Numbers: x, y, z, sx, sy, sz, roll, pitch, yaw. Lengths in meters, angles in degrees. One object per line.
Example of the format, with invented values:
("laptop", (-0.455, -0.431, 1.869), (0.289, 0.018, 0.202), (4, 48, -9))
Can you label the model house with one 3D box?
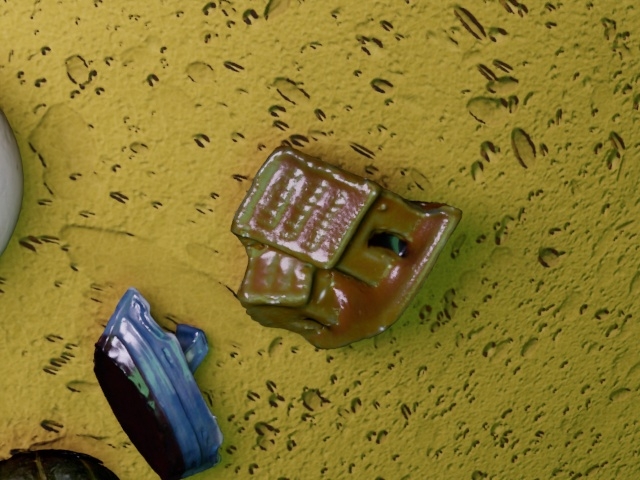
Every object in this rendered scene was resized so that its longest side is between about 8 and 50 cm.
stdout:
("model house", (-0.003, 0.011, 1.733), (0.239, 0.173, 0.268), (23, 103, -30))

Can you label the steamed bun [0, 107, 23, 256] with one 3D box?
("steamed bun", (-0.461, -0.041, 1.453), (0.324, 0.206, 0.324), (-29, 147, -22))

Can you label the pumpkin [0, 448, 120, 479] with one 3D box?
("pumpkin", (-0.362, 0.363, 1.781), (0.238, 0.159, 0.238), (-19, 142, -16))

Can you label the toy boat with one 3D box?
("toy boat", (-0.193, 0.186, 1.787), (0.142, 0.129, 0.309), (-43, 128, -31))
